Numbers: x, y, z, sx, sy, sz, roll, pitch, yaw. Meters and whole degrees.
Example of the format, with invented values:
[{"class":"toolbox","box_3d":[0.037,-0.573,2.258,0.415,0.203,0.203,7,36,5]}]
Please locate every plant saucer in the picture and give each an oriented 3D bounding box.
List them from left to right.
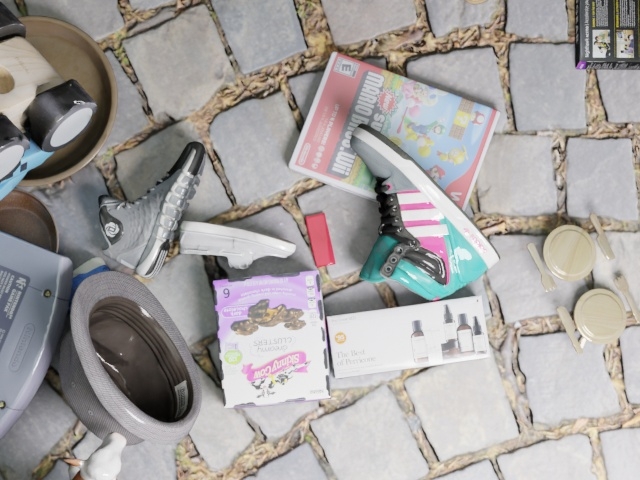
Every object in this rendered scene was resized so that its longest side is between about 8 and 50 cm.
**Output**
[{"class":"plant saucer","box_3d":[-0.492,0.017,1.859,0.198,0.036,0.199,-3,74,12]},{"class":"plant saucer","box_3d":[-0.457,-0.219,1.905,0.277,0.041,0.278,0,81,2]}]

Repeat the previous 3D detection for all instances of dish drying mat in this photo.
[{"class":"dish drying mat","box_3d":[0.000,0.000,1.880,0.032,0.008,0.083,-12,81,-1]}]

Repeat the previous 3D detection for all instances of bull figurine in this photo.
[{"class":"bull figurine","box_3d":[-0.330,0.419,1.721,0.101,0.188,0.310,5,93,-8]}]

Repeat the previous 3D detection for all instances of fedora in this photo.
[{"class":"fedora","box_3d":[-0.302,0.194,1.778,0.124,0.243,0.275,-35,88,26]}]

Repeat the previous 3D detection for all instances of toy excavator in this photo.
[{"class":"toy excavator","box_3d":[-0.593,-0.082,1.774,0.222,0.445,0.433,45,44,7]}]

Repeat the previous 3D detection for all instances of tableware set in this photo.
[{"class":"tableware set","box_3d":[0.402,0.069,1.847,0.128,0.039,0.194,-24,88,-14]}]

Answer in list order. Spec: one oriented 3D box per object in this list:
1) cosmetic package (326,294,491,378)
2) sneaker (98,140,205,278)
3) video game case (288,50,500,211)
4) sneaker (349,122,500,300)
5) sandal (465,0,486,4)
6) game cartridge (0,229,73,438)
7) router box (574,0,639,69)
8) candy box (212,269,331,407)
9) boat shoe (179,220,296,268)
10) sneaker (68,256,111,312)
[{"class":"cosmetic package","box_3d":[0.133,0.148,1.830,0.239,0.060,0.099,-8,81,0]},{"class":"sneaker","box_3d":[-0.275,-0.067,1.859,0.132,0.086,0.229,23,84,7]},{"class":"video game case","box_3d":[0.116,-0.158,1.891,0.285,0.025,0.204,20,83,4]},{"class":"sneaker","box_3d":[0.110,-0.020,1.812,0.178,0.124,0.295,-44,90,-2]},{"class":"sandal","box_3d":[0.317,-0.475,1.903,0.088,0.079,0.240,45,85,6]},{"class":"game cartridge","box_3d":[-0.491,0.139,1.784,0.198,0.062,0.297,21,85,9]},{"class":"router box","box_3d":[0.473,-0.363,1.901,0.133,0.046,0.179,1,82,2]},{"class":"candy box","box_3d":[-0.072,0.153,1.828,0.164,0.070,0.196,-6,81,0]},{"class":"boat shoe","box_3d":[-0.131,0.012,1.855,0.184,0.066,0.063,10,93,2]},{"class":"sneaker","box_3d":[-0.380,0.100,1.849,0.152,0.058,0.085,-33,74,-10]}]
